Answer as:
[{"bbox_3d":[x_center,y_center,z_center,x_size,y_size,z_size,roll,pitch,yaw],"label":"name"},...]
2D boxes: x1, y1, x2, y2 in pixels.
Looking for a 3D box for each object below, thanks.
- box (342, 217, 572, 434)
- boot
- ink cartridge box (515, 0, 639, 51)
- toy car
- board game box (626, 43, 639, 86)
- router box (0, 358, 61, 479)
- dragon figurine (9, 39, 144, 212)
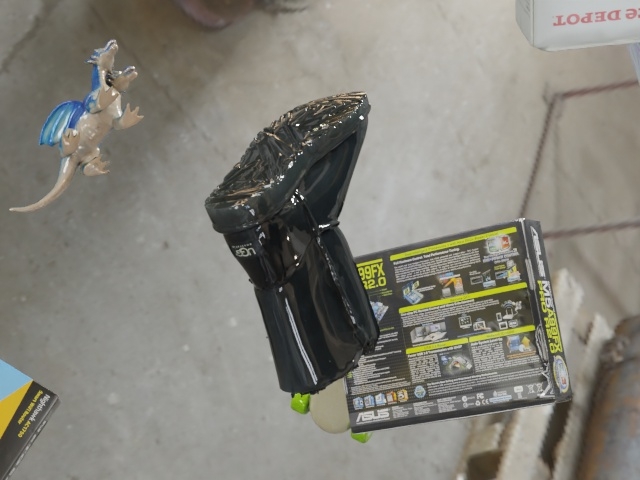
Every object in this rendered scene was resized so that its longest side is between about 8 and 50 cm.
[{"bbox_3d":[0.147,0.106,1.464,0.060,0.270,0.216,6,72,-59],"label":"box"},{"bbox_3d":[0.000,0.000,1.132,0.246,0.094,0.207,-53,129,-48],"label":"boot"},{"bbox_3d":[0.199,-0.229,0.843,0.072,0.127,0.175,-98,-177,-63],"label":"ink cartridge box"},{"bbox_3d":[0.062,0.260,2.268,0.188,0.155,0.149,-32,140,-57],"label":"toy car"},{"bbox_3d":[0.367,-0.167,1.294,0.160,0.047,0.210,-25,96,-80],"label":"board game box"},{"bbox_3d":[-0.412,0.227,1.451,0.133,0.046,0.179,31,73,3],"label":"router box"},{"bbox_3d":[-0.337,-0.149,1.731,0.085,0.144,0.289,35,81,-27],"label":"dragon figurine"}]
